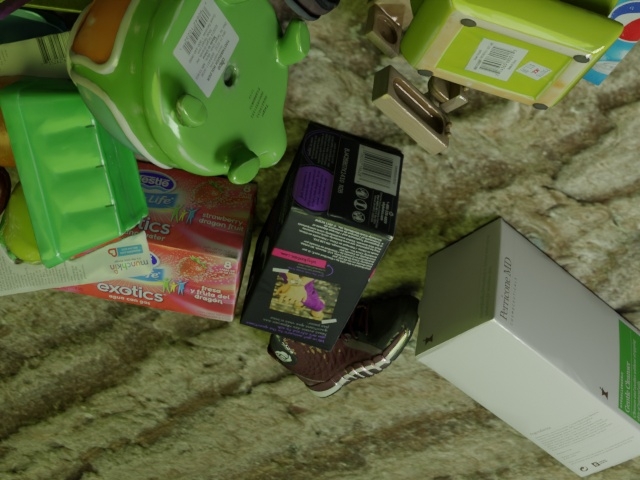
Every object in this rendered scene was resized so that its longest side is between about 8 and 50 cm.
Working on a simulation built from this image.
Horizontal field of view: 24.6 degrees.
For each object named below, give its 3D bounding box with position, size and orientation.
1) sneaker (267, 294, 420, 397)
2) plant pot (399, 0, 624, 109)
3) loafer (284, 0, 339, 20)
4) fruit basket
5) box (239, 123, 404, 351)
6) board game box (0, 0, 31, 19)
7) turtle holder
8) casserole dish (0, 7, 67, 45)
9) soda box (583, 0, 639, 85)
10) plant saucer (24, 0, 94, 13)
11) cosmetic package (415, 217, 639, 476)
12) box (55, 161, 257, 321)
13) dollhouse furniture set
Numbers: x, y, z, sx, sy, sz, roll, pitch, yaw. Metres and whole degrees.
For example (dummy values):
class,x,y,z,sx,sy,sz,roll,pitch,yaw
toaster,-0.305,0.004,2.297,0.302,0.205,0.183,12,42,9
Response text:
class,x,y,z,sx,sy,sz,roll,pitch,yaw
sneaker,0.014,0.137,2.215,0.162,0.106,0.281,32,135,-19
plant pot,0.211,-0.278,1.572,0.227,0.207,0.228,16,162,-7
loafer,-0.041,-0.375,1.645,0.095,0.109,0.302,-17,130,22
fruit basket,-0.409,-0.089,1.900,0.353,0.165,0.327,-7,104,22
box,0.000,0.000,2.012,0.143,0.165,0.270,18,139,-8
board game box,-0.513,-0.380,1.737,0.208,0.056,0.347,-22,125,40
turtle holder,-0.152,-0.202,1.745,0.227,0.243,0.320,12,-175,32
casserole dish,-0.383,-0.240,1.920,0.114,0.037,0.188,14,138,-3
soda box,0.351,-0.278,1.692,0.067,0.071,0.210,22,138,-13
plant saucer,-0.293,-0.358,1.760,0.188,0.045,0.188,8,140,4
cosmetic package,0.316,0.160,2.106,0.365,0.197,0.155,37,133,-29
box,-0.249,-0.010,2.067,0.299,0.154,0.142,11,139,1
dollhouse furniture set,0.141,-0.218,1.745,0.123,0.151,0.144,-27,129,35
